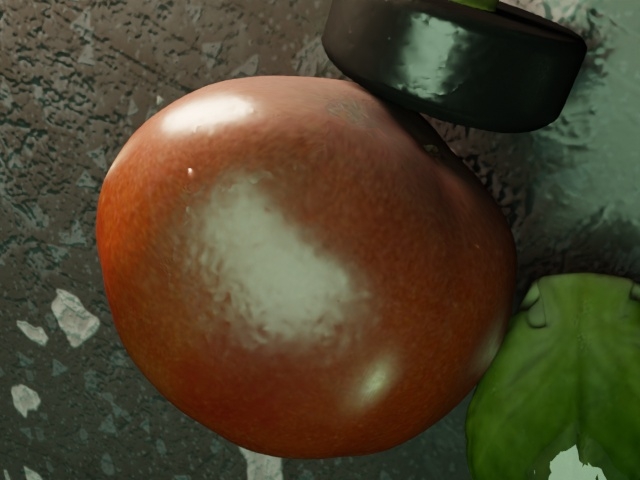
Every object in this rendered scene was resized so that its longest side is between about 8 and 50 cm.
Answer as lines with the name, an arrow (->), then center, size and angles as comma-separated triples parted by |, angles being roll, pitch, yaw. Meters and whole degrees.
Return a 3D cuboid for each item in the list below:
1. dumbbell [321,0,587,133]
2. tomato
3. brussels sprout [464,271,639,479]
dumbbell -> 0.137, -0.261, 0.567 | 0.204, 0.204, 0.322 | 26, 116, 17
tomato -> 0.000, 0.000, 0.639 | 0.341, 0.341, 0.272 | 39, 124, 10
brussels sprout -> 0.234, 0.160, 0.656 | 0.219, 0.210, 0.271 | -8, 87, 23
